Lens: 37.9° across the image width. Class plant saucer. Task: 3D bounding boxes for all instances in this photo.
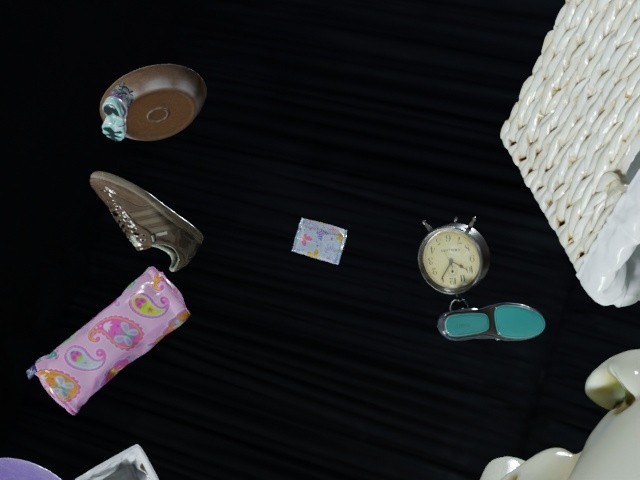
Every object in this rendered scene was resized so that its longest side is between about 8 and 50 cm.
[{"bbox_3d":[-0.299,-0.240,1.699,0.198,0.198,0.036,67,-179,-63],"label":"plant saucer"}]

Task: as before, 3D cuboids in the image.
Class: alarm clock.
[{"bbox_3d":[0.255,0.052,1.760,0.064,0.129,0.192,-12,-82,-60],"label":"alarm clock"}]

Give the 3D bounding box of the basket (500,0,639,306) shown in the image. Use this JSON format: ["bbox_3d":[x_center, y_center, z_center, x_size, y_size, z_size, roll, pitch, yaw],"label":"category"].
[{"bbox_3d":[0.414,-0.140,0.981,0.328,0.331,0.266,110,146,-40],"label":"basket"}]

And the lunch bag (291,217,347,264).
[{"bbox_3d":[0.000,0.000,1.307,0.083,0.071,0.053,-80,6,-78],"label":"lunch bag"}]

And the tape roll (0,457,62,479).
[{"bbox_3d":[-0.347,0.343,1.034,0.080,0.189,0.189,-44,-7,21],"label":"tape roll"}]

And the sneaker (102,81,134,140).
[{"bbox_3d":[-0.300,-0.199,1.409,0.098,0.038,0.069,116,174,-59],"label":"sneaker"}]

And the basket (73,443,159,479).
[{"bbox_3d":[-0.436,0.522,1.974,0.167,0.113,0.103,-28,-6,-20],"label":"basket"}]

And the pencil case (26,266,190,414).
[{"bbox_3d":[-0.364,0.171,1.623,0.284,0.124,0.124,-40,-26,-9],"label":"pencil case"}]

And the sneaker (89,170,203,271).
[{"bbox_3d":[-0.255,-0.026,1.329,0.066,0.188,0.071,-5,54,63],"label":"sneaker"}]

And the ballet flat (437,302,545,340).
[{"bbox_3d":[0.308,0.151,1.714,0.074,0.203,0.074,179,90,-78],"label":"ballet flat"}]

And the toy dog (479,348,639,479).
[{"bbox_3d":[0.332,0.206,0.835,0.408,0.284,0.395,-54,-24,23],"label":"toy dog"}]
